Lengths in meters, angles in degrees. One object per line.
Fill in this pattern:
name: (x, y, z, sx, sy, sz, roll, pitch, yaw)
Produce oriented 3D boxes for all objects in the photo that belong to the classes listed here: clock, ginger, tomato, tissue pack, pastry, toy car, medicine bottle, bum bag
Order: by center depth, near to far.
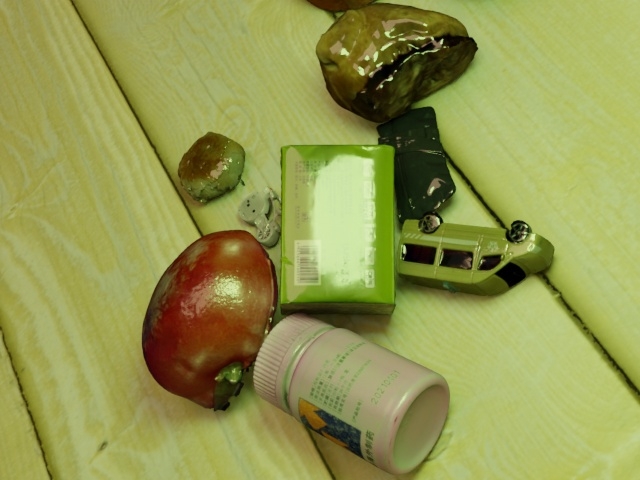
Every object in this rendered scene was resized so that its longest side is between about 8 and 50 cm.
medicine bottle: (0.048, 0.246, 1.632, 0.291, 0.178, 0.178, 22, 79, 34)
toy car: (0.257, 0.030, 1.671, 0.257, 0.101, 0.124, 7, 75, 33)
tissue pack: (0.029, -0.014, 1.717, 0.200, 0.167, 0.274, 0, 77, 0)
tomato: (-0.228, 0.129, 1.779, 0.335, 0.176, 0.289, -55, 36, 36)
bum bag: (0.177, -0.142, 1.821, 0.123, 0.060, 0.248, -23, 56, 18)
ginger: (0.129, -0.349, 1.857, 0.269, 0.200, 0.223, -39, 70, 3)
clock: (-0.109, -0.048, 1.942, 0.087, 0.041, 0.129, -38, 50, 12)
pastry: (-0.223, -0.152, 2.028, 0.153, 0.081, 0.153, -12, 66, 27)

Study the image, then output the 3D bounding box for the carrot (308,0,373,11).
carrot: (0.038, -0.613, 2.100, 0.258, 0.100, 0.307, -37, 51, 4)
